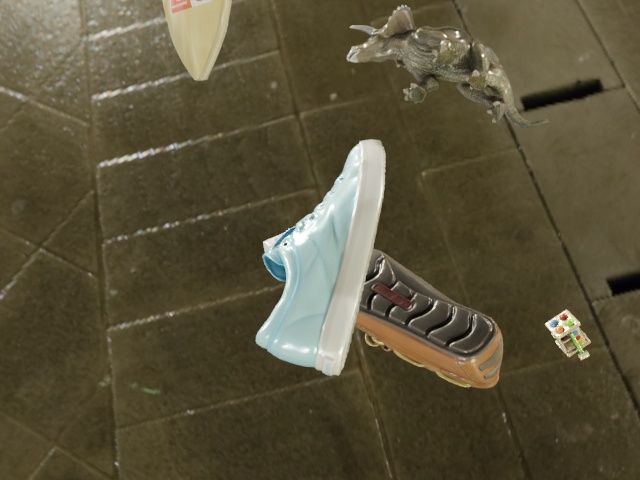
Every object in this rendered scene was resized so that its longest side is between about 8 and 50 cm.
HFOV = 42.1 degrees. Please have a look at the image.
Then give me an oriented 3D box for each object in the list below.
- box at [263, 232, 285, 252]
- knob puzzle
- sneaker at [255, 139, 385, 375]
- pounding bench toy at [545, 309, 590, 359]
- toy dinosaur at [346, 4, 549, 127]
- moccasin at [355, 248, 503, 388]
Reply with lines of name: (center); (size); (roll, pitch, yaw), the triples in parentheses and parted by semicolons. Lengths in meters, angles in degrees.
box: (-0.007, 0.070, 1.800); (0.063, 0.067, 0.324); (-25, 34, -30)
knob puzzle: (-0.110, -0.250, 0.785); (0.030, 0.213, 0.213); (-7, 52, -27)
sneaker: (0.000, 0.000, 1.174); (0.150, 0.135, 0.366); (13, 61, 4)
pounding bench toy: (0.480, 0.183, 1.595); (0.052, 0.065, 0.083); (-35, 30, 3)
toy dinosaur: (0.199, -0.258, 1.200); (0.313, 0.121, 0.160); (12, 43, -8)
moccasin: (0.131, 0.120, 1.358); (0.380, 0.147, 0.139); (23, 57, 32)
